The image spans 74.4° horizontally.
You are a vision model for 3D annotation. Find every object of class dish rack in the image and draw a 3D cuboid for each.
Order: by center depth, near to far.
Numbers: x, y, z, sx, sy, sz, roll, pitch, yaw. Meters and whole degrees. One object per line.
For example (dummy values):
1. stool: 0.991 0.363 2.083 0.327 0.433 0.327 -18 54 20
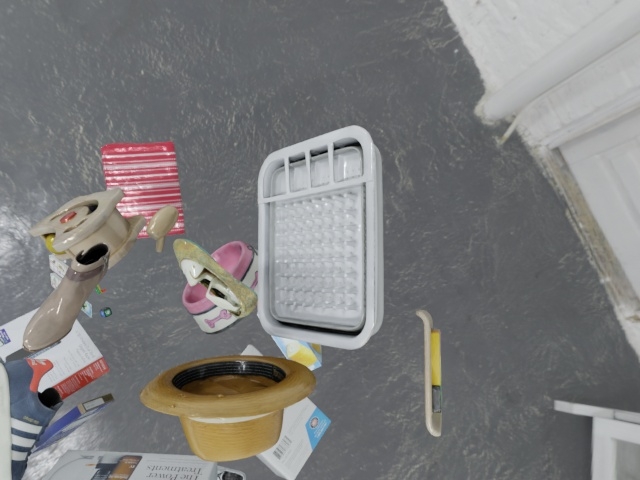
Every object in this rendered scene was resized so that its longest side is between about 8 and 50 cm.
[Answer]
1. dish rack: 0.000 0.000 0.710 0.072 0.286 0.332 5 83 -43

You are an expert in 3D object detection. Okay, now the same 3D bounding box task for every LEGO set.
1. LEGO set: -0.659 0.109 1.174 0.244 0.182 0.060 29 33 20

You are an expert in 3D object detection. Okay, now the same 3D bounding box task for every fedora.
1. fedora: -0.097 0.181 0.458 0.195 0.194 0.079 -2 89 -18

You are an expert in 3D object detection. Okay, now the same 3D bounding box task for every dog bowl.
1. dog bowl: -0.392 0.172 1.731 0.150 0.408 0.408 48 67 -29

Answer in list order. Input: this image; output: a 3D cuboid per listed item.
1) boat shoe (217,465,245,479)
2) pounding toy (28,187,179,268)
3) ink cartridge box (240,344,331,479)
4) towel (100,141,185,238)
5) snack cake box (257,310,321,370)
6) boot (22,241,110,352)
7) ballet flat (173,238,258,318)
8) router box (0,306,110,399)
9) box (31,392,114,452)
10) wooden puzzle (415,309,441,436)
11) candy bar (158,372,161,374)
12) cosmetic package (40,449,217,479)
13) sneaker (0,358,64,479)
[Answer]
1. boat shoe: -0.381 0.909 1.624 0.184 0.063 0.066 15 57 -1
2. pounding toy: -0.377 0.013 0.742 0.154 0.270 0.154 62 38 -33
3. ink cartridge box: -0.085 0.256 0.639 0.181 0.062 0.104 48 57 -10
4. towel: -0.508 -0.146 1.218 0.199 0.031 0.274 -6 98 -12
5. snack cake box: -0.096 0.290 1.390 0.089 0.152 0.264 -28 108 10
6. boot: -0.274 0.054 0.463 0.042 0.087 0.118 29 27 -15
7. ballet flat: -0.360 0.129 1.378 0.349 0.123 0.123 39 70 -4
8. router box: -0.886 0.368 1.313 0.335 0.082 0.301 34 50 31
9. box: -0.763 0.557 1.288 0.225 0.136 0.036 -38 79 3
10. wooden puzzle: 0.244 0.270 0.911 0.044 0.221 0.238 -6 80 16
11. candy bar: -0.473 0.463 1.413 0.162 0.018 0.040 -6 110 20
12. cosmetic package: -0.446 0.595 0.916 0.378 0.284 0.097 2 103 0
13. sneaker: -0.693 0.441 0.998 0.148 0.131 0.349 -8 113 -49
